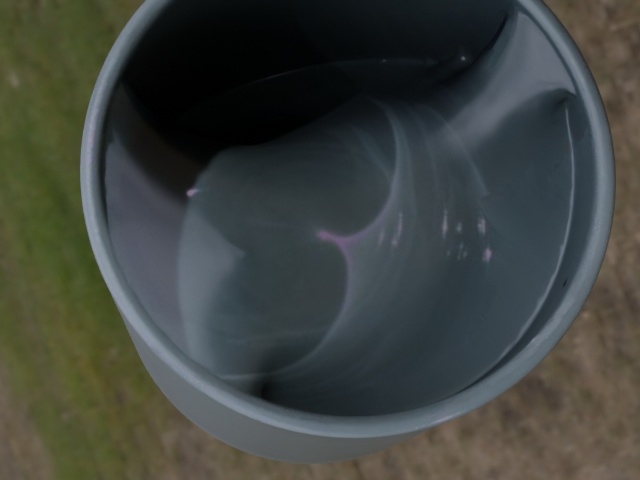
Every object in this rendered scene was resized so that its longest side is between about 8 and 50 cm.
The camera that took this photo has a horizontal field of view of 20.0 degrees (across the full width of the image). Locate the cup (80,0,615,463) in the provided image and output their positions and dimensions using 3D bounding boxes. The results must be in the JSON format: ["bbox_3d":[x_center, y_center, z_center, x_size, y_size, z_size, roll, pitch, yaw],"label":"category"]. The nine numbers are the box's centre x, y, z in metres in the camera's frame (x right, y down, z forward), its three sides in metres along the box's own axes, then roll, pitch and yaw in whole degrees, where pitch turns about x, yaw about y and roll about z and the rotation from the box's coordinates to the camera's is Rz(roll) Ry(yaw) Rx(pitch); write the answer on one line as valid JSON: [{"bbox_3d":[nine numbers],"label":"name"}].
[{"bbox_3d":[0.000,0.000,0.834,0.312,0.205,0.205,113,135,-78],"label":"cup"}]
